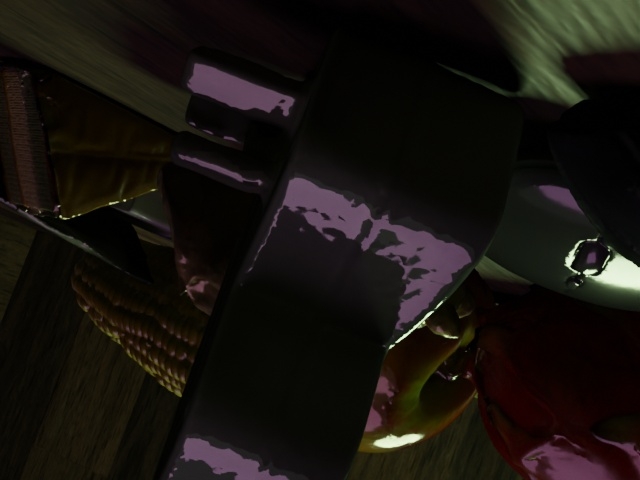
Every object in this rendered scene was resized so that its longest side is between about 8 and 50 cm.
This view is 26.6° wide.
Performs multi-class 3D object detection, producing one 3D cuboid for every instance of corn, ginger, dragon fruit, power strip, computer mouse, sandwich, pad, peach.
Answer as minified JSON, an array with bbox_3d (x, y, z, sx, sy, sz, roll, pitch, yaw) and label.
[{"bbox_3d":[-0.123,0.079,1.294,0.130,0.130,0.347,26,180,-41],"label":"corn"},{"bbox_3d":[-0.002,-0.004,0.877,0.213,0.137,0.074,5,146,-17],"label":"ginger"},{"bbox_3d":[0.194,0.104,0.900,0.209,0.172,0.172,17,173,10],"label":"dragon fruit"},{"bbox_3d":[-0.022,0.015,0.643,0.141,0.229,0.261,22,140,-5],"label":"power strip"},{"bbox_3d":[0.137,0.001,0.709,0.120,0.057,0.232,19,174,4],"label":"computer mouse"},{"bbox_3d":[-0.161,-0.093,1.037,0.163,0.113,0.079,-20,-159,-38],"label":"sandwich"},{"bbox_3d":[-0.242,-0.046,1.250,0.174,0.022,0.233,32,-170,-26],"label":"pad"},{"bbox_3d":[0.037,0.067,1.054,0.197,0.197,0.197,20,174,2],"label":"peach"},{"bbox_3d":[0.177,-0.002,0.541,0.192,0.062,0.106,22,174,-1],"label":"computer mouse"}]

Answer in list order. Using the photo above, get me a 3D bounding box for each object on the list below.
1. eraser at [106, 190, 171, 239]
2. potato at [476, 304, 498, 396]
[{"bbox_3d":[-0.112,-0.022,1.251,0.210,0.068,0.124,25,176,-38],"label":"eraser"},{"bbox_3d":[0.200,0.118,1.300,0.255,0.112,0.269,20,172,38],"label":"potato"}]
